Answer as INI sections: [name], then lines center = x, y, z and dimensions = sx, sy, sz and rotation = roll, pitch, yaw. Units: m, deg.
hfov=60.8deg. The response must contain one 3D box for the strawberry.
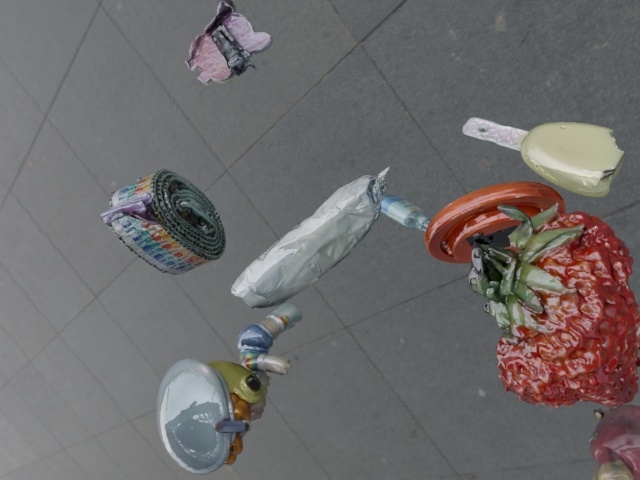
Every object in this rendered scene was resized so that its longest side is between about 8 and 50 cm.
[strawberry]
center = 0.256, 0.078, 0.524
dimensions = 0.286, 0.188, 0.106
rotation = 39, 163, -34

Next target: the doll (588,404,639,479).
[doll]
center = 0.536, 0.392, 0.897
dimensions = 0.196, 0.152, 0.256
rotation = 2, 135, 33

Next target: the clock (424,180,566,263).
[clock]
center = 0.256, -0.017, 0.804
dimensions = 0.205, 0.205, 0.051
rotation = -39, 52, 44

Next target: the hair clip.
[hair clip]
center = -0.172, -0.345, 0.982
dimensions = 0.146, 0.056, 0.187
rotation = -44, 51, 7

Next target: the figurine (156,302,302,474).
[figurine]
center = -0.186, 0.277, 1.117
dimensions = 0.205, 0.382, 0.224
rotation = 42, 127, -3

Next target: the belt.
[belt]
center = -0.348, -0.051, 1.294
dimensions = 0.160, 0.207, 0.295
rotation = -22, 140, 19

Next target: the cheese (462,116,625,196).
[cheese]
center = 0.349, -0.154, 0.869
dimensions = 0.255, 0.127, 0.050
rotation = 28, 155, 32

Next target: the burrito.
[burrito]
center = 0.000, 0.000, 1.215
dimensions = 0.139, 0.445, 0.101
rotation = 48, -178, -38

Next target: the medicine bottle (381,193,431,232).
[medicine bottle]
center = 0.249, -0.073, 1.546
dimensions = 0.208, 0.090, 0.054
rotation = 35, 119, 38
